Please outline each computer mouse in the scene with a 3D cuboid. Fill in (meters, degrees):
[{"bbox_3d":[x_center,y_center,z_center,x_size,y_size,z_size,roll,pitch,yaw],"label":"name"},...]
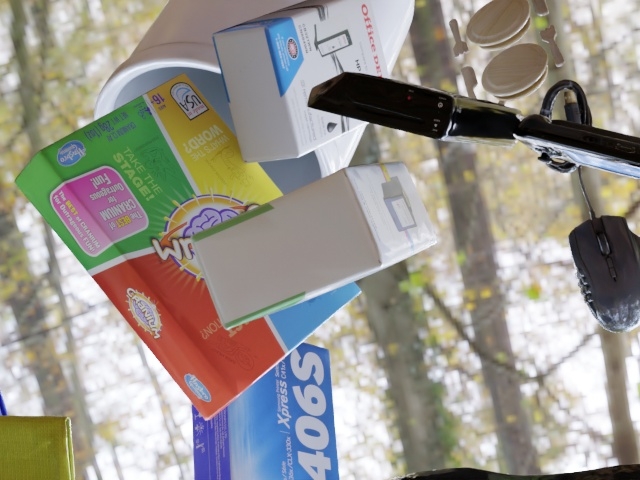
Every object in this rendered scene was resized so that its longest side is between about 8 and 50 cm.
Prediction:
[{"bbox_3d":[0.252,-0.030,1.342,0.071,0.242,0.041,-18,-175,6],"label":"computer mouse"}]

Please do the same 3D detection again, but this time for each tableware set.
[{"bbox_3d":[0.234,-0.233,1.800,0.128,0.039,0.194,-25,-140,16],"label":"tableware set"}]

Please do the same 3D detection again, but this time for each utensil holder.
[{"bbox_3d":[-0.074,-0.234,1.938,0.327,0.328,0.385,-2,-136,29],"label":"utensil holder"}]

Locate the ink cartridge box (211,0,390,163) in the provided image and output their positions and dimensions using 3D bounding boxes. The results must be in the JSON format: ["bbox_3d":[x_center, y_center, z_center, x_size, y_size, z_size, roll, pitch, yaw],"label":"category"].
[{"bbox_3d":[-0.014,-0.186,1.626,0.085,0.148,0.203,-4,-163,38],"label":"ink cartridge box"}]

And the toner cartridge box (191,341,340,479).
[{"bbox_3d":[-0.059,0.277,1.663,0.165,0.348,0.075,17,146,-37],"label":"toner cartridge box"}]

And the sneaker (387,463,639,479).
[{"bbox_3d":[0.157,0.257,1.137,0.270,0.145,0.090,-7,-169,25],"label":"sneaker"}]

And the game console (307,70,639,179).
[{"bbox_3d":[0.183,-0.085,1.217,0.361,0.044,0.213,16,-172,23],"label":"game console"}]

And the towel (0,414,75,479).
[{"bbox_3d":[-0.309,0.192,1.199,0.237,0.102,0.021,-2,-173,21],"label":"towel"}]

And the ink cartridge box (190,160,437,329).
[{"bbox_3d":[0.000,0.000,1.298,0.154,0.093,0.212,-23,176,18],"label":"ink cartridge box"}]

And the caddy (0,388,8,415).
[{"bbox_3d":[-0.487,0.225,1.686,0.241,0.179,0.341,-19,-114,-7],"label":"caddy"}]

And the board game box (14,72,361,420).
[{"bbox_3d":[-0.133,-0.002,1.543,0.064,0.316,0.242,-41,178,43],"label":"board game box"}]
